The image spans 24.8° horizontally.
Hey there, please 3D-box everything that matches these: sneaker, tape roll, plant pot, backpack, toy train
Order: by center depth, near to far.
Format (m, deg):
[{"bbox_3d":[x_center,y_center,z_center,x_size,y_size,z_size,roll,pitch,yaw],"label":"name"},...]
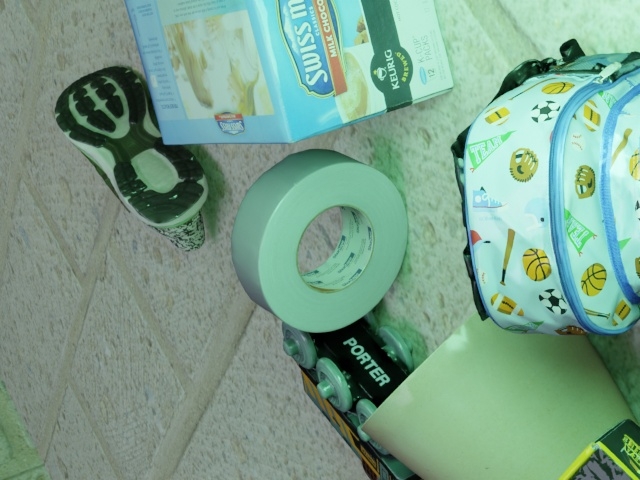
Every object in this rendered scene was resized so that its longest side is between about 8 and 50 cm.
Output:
[{"bbox_3d":[0.243,-0.032,1.295,0.213,0.263,0.277,-6,103,45],"label":"backpack"},{"bbox_3d":[0.229,0.208,1.538,0.274,0.256,0.256,45,147,8],"label":"plant pot"},{"bbox_3d":[0.000,0.000,1.796,0.072,0.219,0.219,29,132,52],"label":"tape roll"},{"bbox_3d":[0.063,0.205,1.919,0.334,0.142,0.190,46,154,38],"label":"toy train"},{"bbox_3d":[-0.304,-0.121,2.369,0.410,0.158,0.182,53,166,38],"label":"sneaker"}]

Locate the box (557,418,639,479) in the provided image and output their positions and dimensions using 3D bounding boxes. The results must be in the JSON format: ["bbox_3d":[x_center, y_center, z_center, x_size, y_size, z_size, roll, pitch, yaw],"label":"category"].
[{"bbox_3d":[0.318,0.365,1.362,0.322,0.079,0.257,45,125,17],"label":"box"}]

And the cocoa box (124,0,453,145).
[{"bbox_3d":[-0.051,-0.247,1.715,0.347,0.228,0.231,6,113,60],"label":"cocoa box"}]
